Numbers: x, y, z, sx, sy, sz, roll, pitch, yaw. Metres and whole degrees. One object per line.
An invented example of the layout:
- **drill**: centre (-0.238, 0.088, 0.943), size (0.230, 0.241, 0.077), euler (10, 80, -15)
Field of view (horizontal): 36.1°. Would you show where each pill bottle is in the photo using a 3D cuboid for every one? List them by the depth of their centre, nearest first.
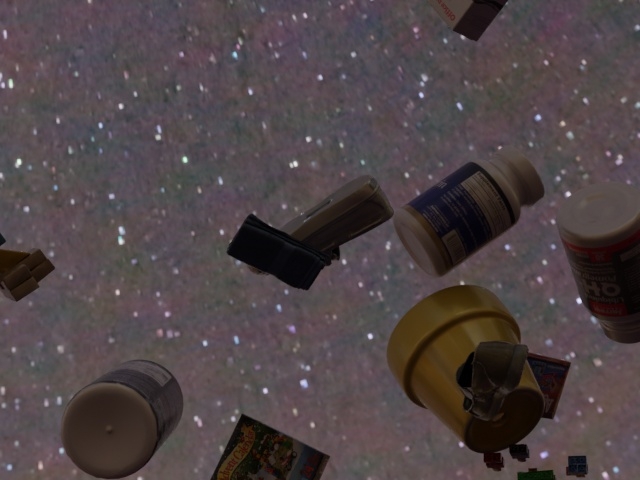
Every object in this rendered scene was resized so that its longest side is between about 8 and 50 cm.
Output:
- **pill bottle**: centre (-0.266, 0.240, 1.380), size (0.130, 0.130, 0.245), euler (-24, 1, 4)
- **pill bottle**: centre (0.282, -0.059, 1.859), size (0.264, 0.153, 0.153), euler (-34, -41, -9)
- **pill bottle**: centre (0.597, 0.053, 1.983), size (0.176, 0.176, 0.319), euler (-24, -56, 5)

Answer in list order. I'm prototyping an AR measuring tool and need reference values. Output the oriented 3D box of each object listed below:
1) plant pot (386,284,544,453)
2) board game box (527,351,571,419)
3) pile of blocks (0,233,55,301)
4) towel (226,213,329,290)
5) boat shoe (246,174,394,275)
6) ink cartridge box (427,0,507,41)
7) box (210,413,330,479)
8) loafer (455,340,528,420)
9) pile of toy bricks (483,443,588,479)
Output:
- **plant pot**: centre (0.281, 0.251, 1.814), size (0.254, 0.239, 0.254), euler (-13, -50, -16)
- **board game box**: centre (0.473, 0.328, 2.249), size (0.281, 0.027, 0.145), euler (16, -87, -45)
- **pile of blocks**: centre (-0.565, 0.016, 1.443), size (0.362, 0.112, 0.149), euler (2, -89, -31)
- **towel**: centre (-0.055, 0.017, 1.242), size (0.119, 0.029, 0.067), euler (26, -51, -12)
- **boat shoe**: centre (0.001, -0.001, 1.361), size (0.227, 0.079, 0.081), euler (-33, -75, 22)
- **ink cartridge box**: centre (0.240, -0.402, 1.519), size (0.063, 0.109, 0.150), euler (11, -53, -42)
- **box**: centre (-0.106, 0.421, 1.595), size (0.233, 0.159, 0.044), euler (-65, -21, -10)
- **loafer**: centre (0.260, 0.213, 1.565), size (0.087, 0.094, 0.251), euler (20, -28, 5)
- **pile of toy bricks**: centre (0.387, 0.433, 1.734), size (0.212, 0.118, 0.105), euler (-6, -36, 20)
